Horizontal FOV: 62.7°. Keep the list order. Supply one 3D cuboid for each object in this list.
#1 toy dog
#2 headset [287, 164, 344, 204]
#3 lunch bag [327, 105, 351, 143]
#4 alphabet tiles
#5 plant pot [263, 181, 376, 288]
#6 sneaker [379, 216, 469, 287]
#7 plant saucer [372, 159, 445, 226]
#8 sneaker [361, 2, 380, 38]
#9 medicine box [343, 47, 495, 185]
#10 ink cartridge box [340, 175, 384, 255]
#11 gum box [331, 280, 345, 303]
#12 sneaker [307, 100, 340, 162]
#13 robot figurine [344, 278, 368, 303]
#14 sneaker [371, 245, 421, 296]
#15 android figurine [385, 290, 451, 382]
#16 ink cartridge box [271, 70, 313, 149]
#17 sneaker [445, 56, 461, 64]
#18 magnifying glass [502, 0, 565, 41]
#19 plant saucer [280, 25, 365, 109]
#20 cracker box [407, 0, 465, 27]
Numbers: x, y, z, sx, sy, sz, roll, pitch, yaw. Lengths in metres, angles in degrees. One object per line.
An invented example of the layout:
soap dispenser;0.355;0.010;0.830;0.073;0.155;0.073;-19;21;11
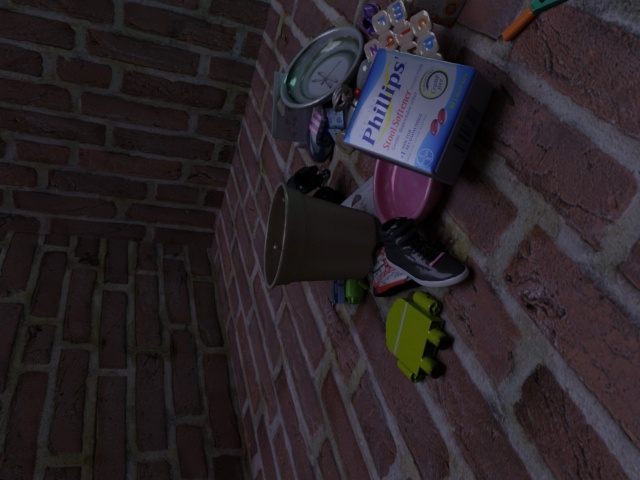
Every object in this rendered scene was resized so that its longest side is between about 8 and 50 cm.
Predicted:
toy dog;0.165;-0.409;1.728;0.220;0.160;0.334;-52;-19;-17
headset;-0.033;-0.175;2.069;0.185;0.243;0.394;-33;20;30
lunch bag;0.090;-0.438;2.016;0.128;0.096;0.151;-154;57;-63
alphabet tiles;0.235;-0.518;1.487;0.278;0.021;0.284;-5;107;59
plant pot;0.000;0.000;1.670;0.334;0.305;0.334;-174;90;-74
sneaker;0.257;0.023;1.393;0.295;0.104;0.147;23;144;55
plant saucer;0.266;-0.188;1.550;0.332;0.084;0.333;-175;90;-68
sneaker;0.179;-0.807;1.910;0.068;0.071;0.170;122;146;-46
medicine box;0.245;-0.317;1.345;0.289;0.149;0.264;26;99;34
ink cartridge box;0.152;-0.058;1.817;0.275;0.060;0.239;142;131;-60
gum box;0.061;0.148;1.910;0.184;0.041;0.157;99;170;-85
sneaker;0.018;-0.483;2.159;0.131;0.112;0.319;-177;92;-69
robot figurine;0.119;0.163;1.832;0.101;0.067;0.115;-22;64;58
sneaker;0.228;0.076;1.568;0.270;0.090;0.145;143;126;-63
android figurine;0.265;0.266;1.482;0.273;0.056;0.249;-145;63;-63
ink cartridge box;-0.090;-0.545;2.236;0.066;0.260;0.297;162;112;-65
sneaker;0.359;-0.408;1.434;0.067;0.064;0.175;108;168;-77
magnifying glass;0.493;-0.533;1.172;0.231;0.026;0.092;136;135;-58
plant saucer;0.023;-0.662;2.085;0.400;0.100;0.401;-21;51;29
cracker box;0.335;-0.712;1.415;0.067;0.155;0.232;-107;32;-42
